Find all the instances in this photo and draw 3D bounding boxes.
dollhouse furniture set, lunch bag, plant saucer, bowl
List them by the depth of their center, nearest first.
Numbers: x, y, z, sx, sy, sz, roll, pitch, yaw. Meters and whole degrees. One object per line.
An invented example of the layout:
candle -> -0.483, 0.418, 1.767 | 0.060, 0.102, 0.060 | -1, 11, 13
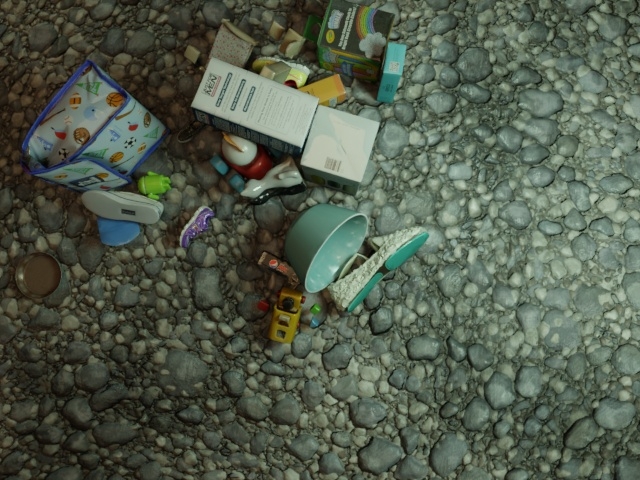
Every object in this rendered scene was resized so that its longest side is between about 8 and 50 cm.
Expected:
bowl -> 0.000, 0.000, 1.496 | 0.163, 0.311, 0.312 | 38, 88, 23
lunch bag -> -0.738, -0.326, 1.500 | 0.239, 0.328, 0.385 | 42, 88, 7
dollhouse furniture set -> -0.282, -0.633, 1.503 | 0.355, 0.174, 0.303 | 35, 122, -3
plant saucer -> -1.003, 0.125, 1.627 | 0.168, 0.029, 0.169 | 0, 86, 2

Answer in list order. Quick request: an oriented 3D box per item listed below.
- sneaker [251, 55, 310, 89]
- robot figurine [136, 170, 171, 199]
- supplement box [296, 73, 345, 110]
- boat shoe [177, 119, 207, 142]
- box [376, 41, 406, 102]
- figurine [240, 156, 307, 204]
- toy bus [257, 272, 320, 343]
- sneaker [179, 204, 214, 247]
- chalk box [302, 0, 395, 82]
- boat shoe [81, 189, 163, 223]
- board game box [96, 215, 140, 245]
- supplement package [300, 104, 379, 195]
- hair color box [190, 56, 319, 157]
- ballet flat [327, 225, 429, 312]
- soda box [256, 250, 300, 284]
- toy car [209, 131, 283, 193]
sneaker -> -0.148, -0.591, 1.620 | 0.208, 0.081, 0.094 | 13, 93, 3
robot figurine -> -0.594, -0.198, 1.612 | 0.115, 0.067, 0.101 | -7, 77, -5
supplement box -> -0.031, -0.505, 1.613 | 0.233, 0.080, 0.078 | -20, 86, -1
boat shoe -> -0.460, -0.406, 1.636 | 0.142, 0.040, 0.049 | -37, 87, -1
box -> 0.234, -0.555, 1.523 | 0.060, 0.244, 0.101 | 10, 87, 2
figurine -> -0.163, -0.183, 1.531 | 0.209, 0.215, 0.093 | -25, 84, 2
toy bus -> -0.115, 0.247, 1.537 | 0.190, 0.104, 0.202 | -30, 102, 15
sneaker -> -0.438, -0.042, 1.604 | 0.071, 0.068, 0.170 | 35, 88, -3
chalk box -> 0.088, -0.695, 1.571 | 0.288, 0.179, 0.181 | 17, 88, 3
boat shoe -> -0.689, -0.131, 1.594 | 0.267, 0.088, 0.096 | 9, 121, -4
board game box -> -0.718, -0.049, 1.621 | 0.133, 0.033, 0.169 | -19, 65, -12
supplement package -> 0.062, -0.287, 1.503 | 0.199, 0.263, 0.198 | 17, 87, 2
hair color box -> -0.196, -0.403, 1.392 | 0.346, 0.105, 0.174 | 20, 79, -5
ballet flat -> 0.183, 0.070, 1.548 | 0.409, 0.147, 0.147 | -43, 87, -1
soda box -> -0.134, 0.095, 1.589 | 0.168, 0.060, 0.053 | 27, 89, 2
toy car -> -0.273, -0.312, 1.514 | 0.219, 0.238, 0.210 | -45, 74, 0
